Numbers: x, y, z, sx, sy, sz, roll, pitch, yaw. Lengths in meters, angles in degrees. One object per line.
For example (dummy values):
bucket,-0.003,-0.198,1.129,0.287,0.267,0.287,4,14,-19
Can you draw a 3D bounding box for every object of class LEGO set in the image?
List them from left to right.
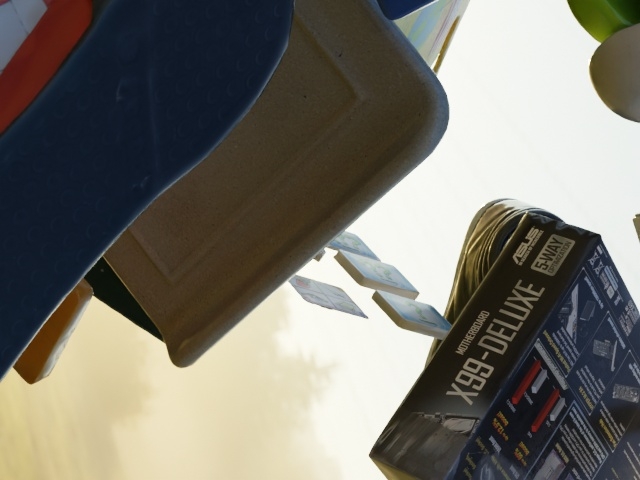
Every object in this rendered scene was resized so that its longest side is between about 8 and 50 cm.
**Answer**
LEGO set,0.000,0.000,1.393,0.060,0.244,0.182,-59,-137,16

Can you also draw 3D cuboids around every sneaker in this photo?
sneaker,-0.142,-0.014,0.435,0.145,0.270,0.090,26,-28,38
sneaker,0.168,0.097,1.517,0.147,0.104,0.296,154,-52,-81

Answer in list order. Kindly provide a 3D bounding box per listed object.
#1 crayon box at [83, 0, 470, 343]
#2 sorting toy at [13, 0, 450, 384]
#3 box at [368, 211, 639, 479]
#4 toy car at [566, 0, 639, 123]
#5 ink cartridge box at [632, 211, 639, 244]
crayon box,-0.010,-0.087,0.971,0.318,0.081,0.202,-36,154,-59
sorting toy,-0.054,-0.072,0.621,0.347,0.047,0.196,-41,-100,39
box,0.189,0.165,1.320,0.076,0.242,0.307,20,-23,40
toy car,0.237,-0.153,0.935,0.136,0.182,0.159,119,-25,-56
ink cartridge box,0.355,0.019,1.529,0.052,0.088,0.122,-16,-86,45
